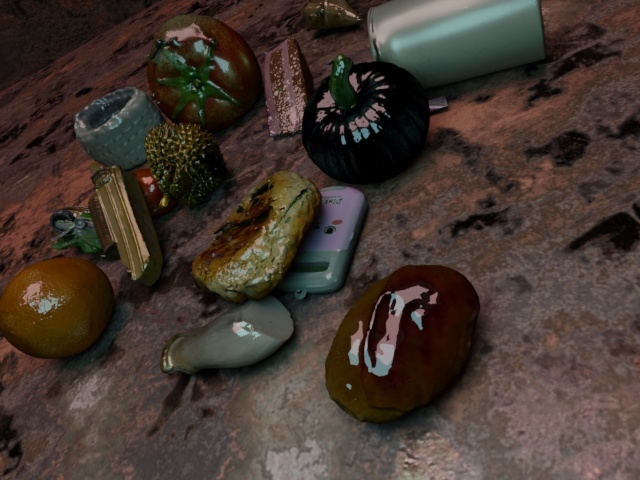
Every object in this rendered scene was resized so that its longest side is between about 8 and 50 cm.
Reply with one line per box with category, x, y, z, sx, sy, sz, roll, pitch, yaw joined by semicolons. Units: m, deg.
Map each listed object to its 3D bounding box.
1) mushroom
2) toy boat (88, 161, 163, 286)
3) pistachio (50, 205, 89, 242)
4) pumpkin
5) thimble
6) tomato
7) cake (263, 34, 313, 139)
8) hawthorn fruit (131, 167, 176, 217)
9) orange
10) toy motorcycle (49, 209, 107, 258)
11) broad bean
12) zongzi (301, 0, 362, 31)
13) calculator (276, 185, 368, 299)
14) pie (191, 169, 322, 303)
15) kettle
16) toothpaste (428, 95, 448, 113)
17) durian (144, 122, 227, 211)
mushroom;-0.153;0.165;0.780;0.225;0.093;0.116;-31;24;15
toy boat;-0.429;-0.037;1.052;0.115;0.089;0.311;-28;71;7
pistachio;-0.593;-0.038;1.210;0.149;0.113;0.113;-16;44;19
pumpkin;0.069;-0.236;0.902;0.247;0.248;0.248;-17;44;17
thimble;-0.581;-0.323;1.423;0.250;0.172;0.205;-26;44;4
tomato;-0.318;-0.451;1.335;0.303;0.304;0.239;-22;27;11
cake;-0.077;-0.375;1.252;0.115;0.113;0.296;-16;57;20
hawthorn fruit;-0.400;-0.114;1.165;0.127;0.128;0.128;-17;44;17
orange;-0.500;0.127;0.939;0.205;0.206;0.206;-17;44;17
toy motorcycle;-0.528;-0.012;1.133;0.190;0.106;0.074;9;21;-5
broad bean;0.105;0.129;0.629;0.156;0.122;0.229;37;80;20
zongzi;0.063;-0.699;1.454;0.197;0.099;0.195;12;58;26
calculator;0.000;0.000;0.869;0.141;0.045;0.246;-1;51;30
pie;-0.115;-0.016;0.865;0.308;0.085;0.308;-36;26;21
kettle;0.279;-0.445;1.007;0.317;0.205;0.265;-11;49;26
toothpaste;0.180;-0.266;1.023;0.169;0.028;0.045;-15;38;16
durian;-0.293;-0.168;1.095;0.137;0.194;0.238;-8;53;13
